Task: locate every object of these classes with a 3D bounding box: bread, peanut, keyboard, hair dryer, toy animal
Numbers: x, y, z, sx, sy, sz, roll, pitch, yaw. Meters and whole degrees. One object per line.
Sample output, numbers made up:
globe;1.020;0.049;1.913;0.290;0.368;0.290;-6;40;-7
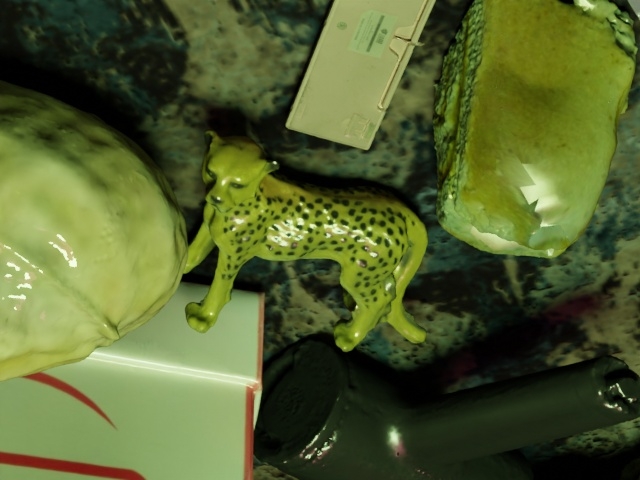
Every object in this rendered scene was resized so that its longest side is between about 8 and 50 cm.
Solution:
bread;0.111;-0.054;0.903;0.103;0.110;0.156;8;135;-1
peanut;-0.237;-0.017;0.899;0.340;0.174;0.158;18;178;-14
keyboard;0.030;-0.116;0.901;0.055;0.017;0.166;15;135;-9
hair dryer;0.102;0.123;1.065;0.197;0.089;0.251;32;146;-30
toy animal;0.000;0.000;0.985;0.181;0.073;0.136;13;134;-16

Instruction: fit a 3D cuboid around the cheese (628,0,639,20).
cheese;0.134;-0.174;0.821;0.191;0.042;0.105;30;130;-30

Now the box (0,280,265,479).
box;-0.213;0.212;1.037;0.312;0.300;0.314;10;136;-10

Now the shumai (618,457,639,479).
shumai;0.233;0.250;1.168;0.218;0.189;0.256;0;131;-6
